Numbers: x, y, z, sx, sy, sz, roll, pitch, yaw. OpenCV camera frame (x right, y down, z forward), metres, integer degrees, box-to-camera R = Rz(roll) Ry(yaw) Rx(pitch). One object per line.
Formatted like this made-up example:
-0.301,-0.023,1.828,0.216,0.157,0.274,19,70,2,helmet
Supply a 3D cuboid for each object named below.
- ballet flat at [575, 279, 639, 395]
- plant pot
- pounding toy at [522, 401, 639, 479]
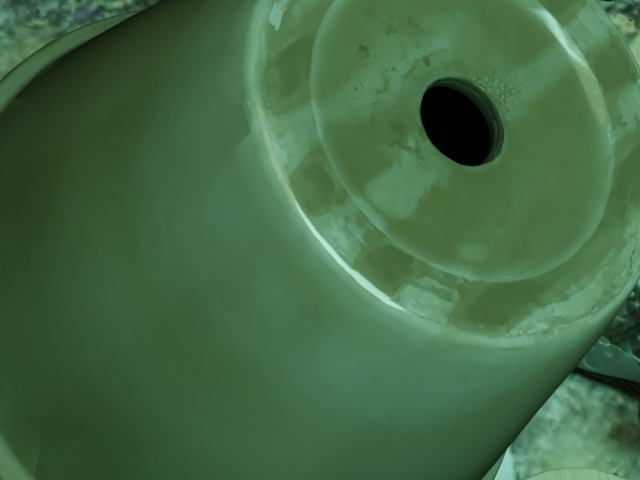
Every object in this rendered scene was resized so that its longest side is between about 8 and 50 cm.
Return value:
0.191,0.050,0.957,0.249,0.058,0.084,30,99,9,ballet flat
0.000,0.000,0.775,0.323,0.280,0.323,11,65,-24,plant pot
0.147,0.185,0.826,0.154,0.155,0.270,9,64,-12,pounding toy
